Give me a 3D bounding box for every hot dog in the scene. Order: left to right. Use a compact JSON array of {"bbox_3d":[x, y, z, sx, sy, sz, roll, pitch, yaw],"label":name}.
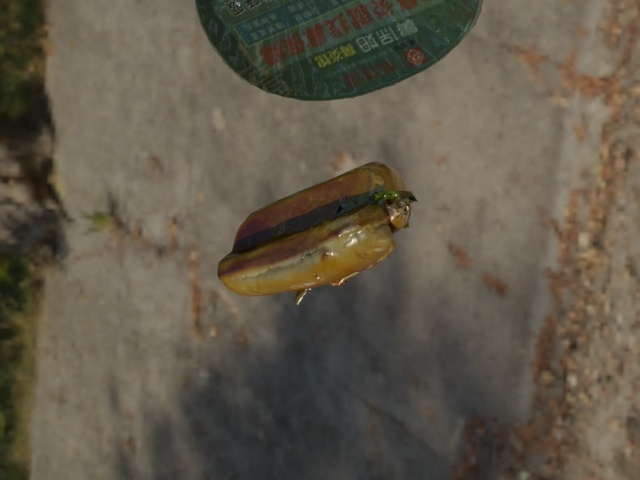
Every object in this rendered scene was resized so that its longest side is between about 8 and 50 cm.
[{"bbox_3d":[0.000,0.000,1.200,0.250,0.076,0.104,-19,40,47],"label":"hot dog"}]

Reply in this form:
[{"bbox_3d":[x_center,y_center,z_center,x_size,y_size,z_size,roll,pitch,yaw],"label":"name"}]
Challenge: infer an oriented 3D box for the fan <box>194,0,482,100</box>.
[{"bbox_3d":[-0.031,-0.206,0.999,0.223,0.294,0.012,-50,15,43],"label":"fan"}]
